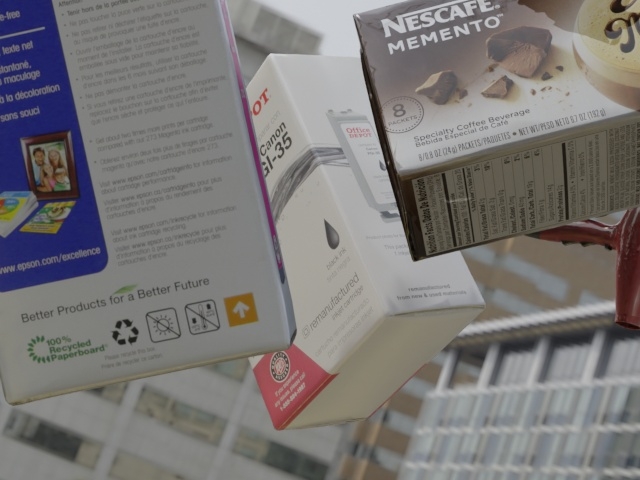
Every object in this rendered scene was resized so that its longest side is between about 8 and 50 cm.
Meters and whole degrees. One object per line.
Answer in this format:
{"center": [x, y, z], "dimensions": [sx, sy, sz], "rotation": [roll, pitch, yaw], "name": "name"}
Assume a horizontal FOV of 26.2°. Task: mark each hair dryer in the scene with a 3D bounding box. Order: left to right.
{"center": [0.384, -0.007, 1.838], "dimensions": [0.080, 0.293, 0.224], "rotation": [24, -53, -41], "name": "hair dryer"}

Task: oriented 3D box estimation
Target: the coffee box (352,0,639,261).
{"center": [0.188, -0.113, 1.037], "dimensions": [0.297, 0.168, 0.119], "rotation": [-13, -36, 3], "name": "coffee box"}

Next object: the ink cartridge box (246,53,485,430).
{"center": [0.000, 0.000, 1.256], "dimensions": [0.117, 0.283, 0.207], "rotation": [-3, -33, -36], "name": "ink cartridge box"}

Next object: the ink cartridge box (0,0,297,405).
{"center": [-0.138, -0.099, 0.818], "dimensions": [0.176, 0.370, 0.069], "rotation": [-12, 6, 5], "name": "ink cartridge box"}
